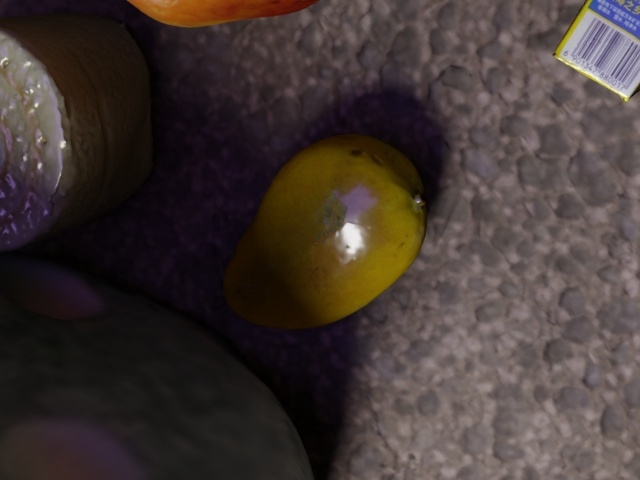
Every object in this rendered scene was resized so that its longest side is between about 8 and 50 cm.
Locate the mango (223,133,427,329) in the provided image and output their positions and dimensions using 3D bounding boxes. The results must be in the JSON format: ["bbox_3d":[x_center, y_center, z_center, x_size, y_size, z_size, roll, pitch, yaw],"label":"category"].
[{"bbox_3d":[0.000,0.000,0.688,0.103,0.076,0.161,48,117,1],"label":"mango"}]

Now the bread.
[{"bbox_3d":[-0.189,-0.075,0.710,0.134,0.141,0.148,20,110,12],"label":"bread"}]

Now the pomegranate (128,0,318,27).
[{"bbox_3d":[-0.055,-0.220,0.591,0.209,0.209,0.209,5,103,20],"label":"pomegranate"}]

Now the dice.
[{"bbox_3d":[-0.218,0.211,0.674,0.330,0.348,0.327,31,108,19],"label":"dice"}]

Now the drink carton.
[{"bbox_3d":[0.197,-0.159,0.577,0.056,0.071,0.165,34,112,8],"label":"drink carton"}]
